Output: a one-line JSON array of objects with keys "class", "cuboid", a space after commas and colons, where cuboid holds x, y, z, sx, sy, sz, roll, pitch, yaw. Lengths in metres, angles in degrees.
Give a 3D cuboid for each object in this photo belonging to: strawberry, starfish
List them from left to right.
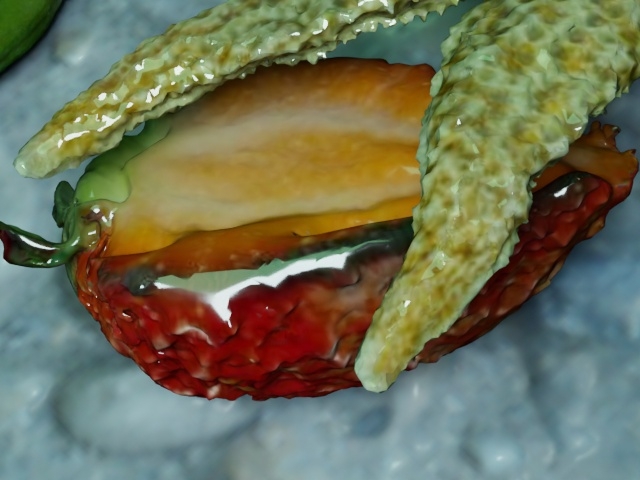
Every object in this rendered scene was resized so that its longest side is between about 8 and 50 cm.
[{"class": "strawberry", "cuboid": [-0.003, 0.000, 0.574, 0.192, 0.085, 0.140, -21, 37, -16]}, {"class": "starfish", "cuboid": [0.095, -0.085, 0.549, 0.347, 0.078, 0.358, 7, 39, 13]}]

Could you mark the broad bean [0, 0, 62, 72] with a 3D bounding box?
[{"class": "broad bean", "cuboid": [-0.216, -0.074, 0.704, 0.292, 0.049, 0.144, -27, 50, -4]}]
